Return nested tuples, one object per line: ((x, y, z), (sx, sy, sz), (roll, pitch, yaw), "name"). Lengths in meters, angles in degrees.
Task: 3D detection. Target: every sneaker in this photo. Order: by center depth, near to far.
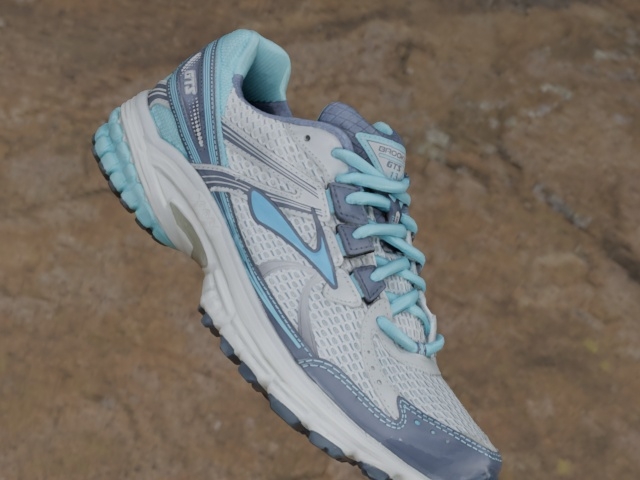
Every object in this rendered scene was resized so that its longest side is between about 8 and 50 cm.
((0.000, 0.000, 0.612), (0.283, 0.122, 0.110), (49, 9, 27), "sneaker")
